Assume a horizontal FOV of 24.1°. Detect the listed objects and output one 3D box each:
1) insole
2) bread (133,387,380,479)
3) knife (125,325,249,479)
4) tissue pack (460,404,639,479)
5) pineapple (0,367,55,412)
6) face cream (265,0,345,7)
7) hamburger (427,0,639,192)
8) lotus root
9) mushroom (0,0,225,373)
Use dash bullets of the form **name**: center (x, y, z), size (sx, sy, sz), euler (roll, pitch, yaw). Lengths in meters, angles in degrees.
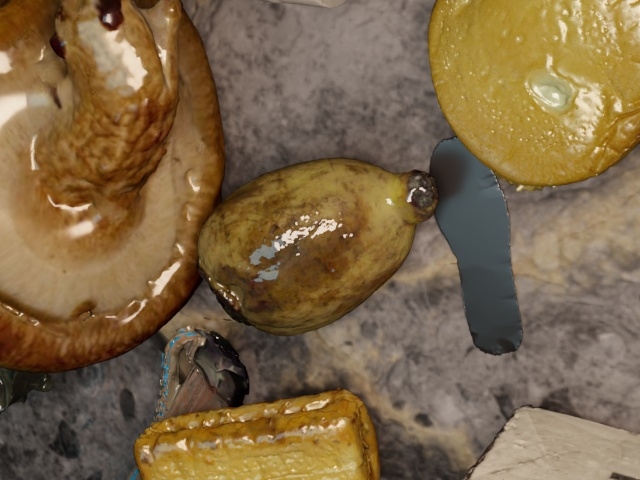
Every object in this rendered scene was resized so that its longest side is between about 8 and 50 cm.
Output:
- **insole**: center (0.130, 0.006, 1.229), size (0.064, 0.004, 0.188), euler (-7, 103, 26)
- **bread**: center (-0.055, 0.194, 1.301), size (0.211, 0.083, 0.114), euler (-9, 112, 9)
- **knife**: center (-0.158, 0.224, 1.406), size (0.089, 0.043, 0.365), euler (34, 118, 11)
- **tissue pack**: center (0.206, 0.335, 1.189), size (0.210, 0.198, 0.370), euler (14, 111, 25)
- **pineapple**: center (-0.345, 0.068, 1.398), size (0.237, 0.119, 0.111), euler (42, 140, 9)
- **face cream**: center (-0.049, -0.271, 1.124), size (0.153, 0.177, 0.177), euler (13, 111, 20)
- **hamburger**: center (0.177, -0.141, 1.099), size (0.189, 0.122, 0.215), euler (43, 122, 13)
- **lotus root**: center (0.000, 0.000, 1.220), size (0.214, 0.138, 0.138), euler (-22, 97, 13)
- **mushroom**: center (-0.216, -0.055, 1.197), size (0.259, 0.345, 0.345), euler (17, 118, 58)
